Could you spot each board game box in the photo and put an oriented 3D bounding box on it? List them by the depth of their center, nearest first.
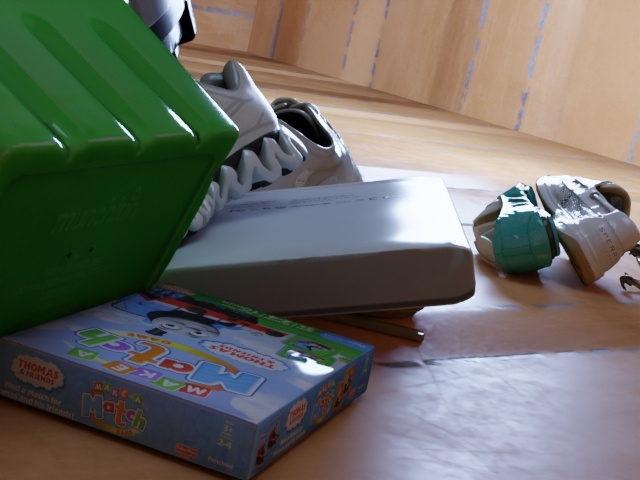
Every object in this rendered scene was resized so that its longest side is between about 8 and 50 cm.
[{"bbox_3d":[-0.073,0.078,0.799,0.160,0.039,0.211,16,12,16],"label":"board game box"}]

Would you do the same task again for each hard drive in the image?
[{"bbox_3d":[0.000,0.000,1.100,0.233,0.047,0.353,-5,10,3],"label":"hard drive"}]

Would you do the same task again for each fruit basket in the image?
[{"bbox_3d":[-0.292,-0.072,0.814,0.392,0.283,0.392,27,16,-9],"label":"fruit basket"}]

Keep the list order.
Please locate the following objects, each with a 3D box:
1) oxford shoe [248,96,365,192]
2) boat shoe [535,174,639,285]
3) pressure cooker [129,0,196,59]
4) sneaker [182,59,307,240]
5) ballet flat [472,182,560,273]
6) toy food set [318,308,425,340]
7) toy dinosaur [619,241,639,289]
[{"bbox_3d":[-0.031,-0.102,1.529,0.169,0.130,0.449,12,10,9],"label":"oxford shoe"},{"bbox_3d":[0.320,-0.027,1.530,0.096,0.098,0.277,-28,16,9],"label":"boat shoe"},{"bbox_3d":[-0.350,-0.308,1.436,0.370,0.420,0.375,9,42,29],"label":"pressure cooker"},{"bbox_3d":[-0.128,-0.063,1.082,0.110,0.118,0.292,-17,13,35],"label":"sneaker"},{"bbox_3d":[0.215,-0.015,1.489,0.087,0.083,0.247,-12,8,6],"label":"ballet flat"},{"bbox_3d":[0.039,0.034,1.140,0.133,0.038,0.192,13,11,2],"label":"toy food set"},{"bbox_3d":[0.384,0.043,1.490,0.093,0.053,0.183,24,11,-31],"label":"toy dinosaur"}]
